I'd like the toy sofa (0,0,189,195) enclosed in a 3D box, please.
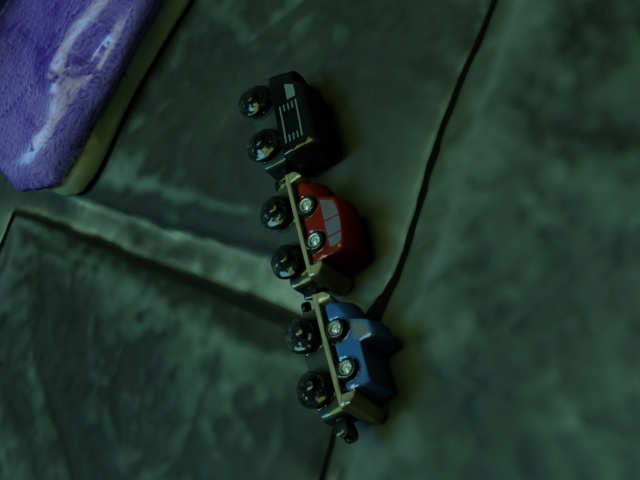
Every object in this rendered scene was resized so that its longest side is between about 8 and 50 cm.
[{"bbox_3d":[-0.118,-0.213,0.569,0.363,0.150,0.177,-55,45,10],"label":"toy sofa"}]

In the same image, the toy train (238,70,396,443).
[{"bbox_3d":[0.000,0.000,0.465,0.036,0.027,0.158,-25,56,20],"label":"toy train"}]
